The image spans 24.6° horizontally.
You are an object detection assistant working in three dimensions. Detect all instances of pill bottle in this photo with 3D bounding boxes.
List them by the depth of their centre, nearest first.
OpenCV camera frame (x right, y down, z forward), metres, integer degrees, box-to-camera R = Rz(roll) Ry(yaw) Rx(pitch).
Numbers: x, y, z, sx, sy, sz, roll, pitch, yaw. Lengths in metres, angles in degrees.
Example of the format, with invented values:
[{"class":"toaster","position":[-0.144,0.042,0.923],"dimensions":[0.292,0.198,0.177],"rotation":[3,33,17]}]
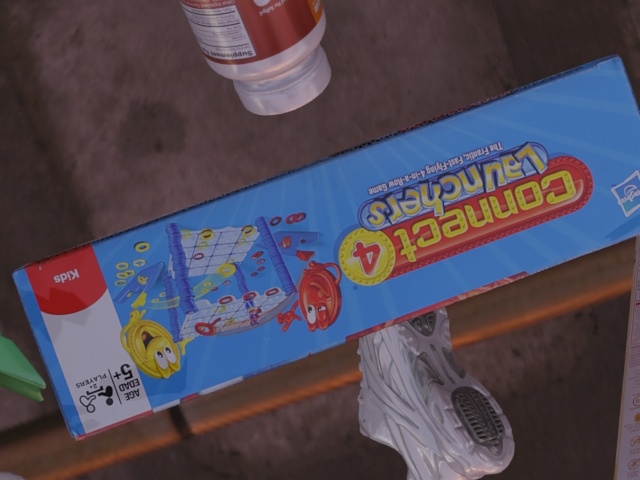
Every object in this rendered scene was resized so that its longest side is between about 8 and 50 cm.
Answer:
[{"class":"pill bottle","position":[-0.066,-0.226,1.338],"dimensions":[0.121,0.121,0.216],"rotation":[-19,127,7]}]

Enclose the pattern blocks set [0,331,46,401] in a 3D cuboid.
[{"class":"pattern blocks set","position":[-0.189,0.142,0.417],"dimensions":[0.285,0.325,0.026],"rotation":[38,149,9]}]

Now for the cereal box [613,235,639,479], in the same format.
[{"class":"cereal box","position":[0.237,0.120,0.884],"dimensions":[0.047,0.240,0.173],"rotation":[-19,124,31]}]

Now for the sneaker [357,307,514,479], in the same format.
[{"class":"sneaker","position":[0.061,0.113,1.234],"dimensions":[0.115,0.090,0.232],"rotation":[-41,63,33]}]

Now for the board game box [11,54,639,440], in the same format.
[{"class":"board game box","position":[0.000,0.000,0.823],"dimensions":[0.302,0.308,0.086],"rotation":[-20,93,-4]}]

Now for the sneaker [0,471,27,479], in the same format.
[{"class":"sneaker","position":[-0.309,0.404,1.406],"dimensions":[0.130,0.236,0.323],"rotation":[-3,133,-26]}]
